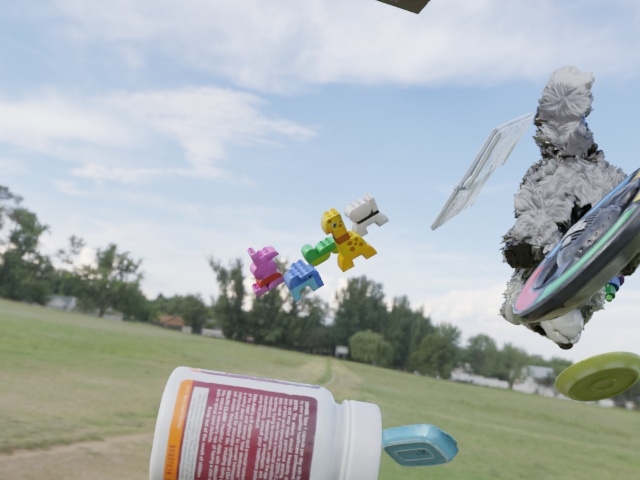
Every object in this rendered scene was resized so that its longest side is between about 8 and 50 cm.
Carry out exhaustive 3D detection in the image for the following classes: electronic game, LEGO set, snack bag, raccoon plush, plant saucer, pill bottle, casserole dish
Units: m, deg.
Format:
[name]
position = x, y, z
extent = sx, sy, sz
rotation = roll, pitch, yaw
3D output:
[electronic game]
position = 0.288, 0.000, 0.679
extent = 0.048, 0.229, 0.229
rotation = 42, -7, 7
[LEGO set]
position = 0.000, 0.000, 0.900
extent = 0.087, 0.227, 0.093
rotation = 45, -18, 56
[snack bag]
position = 0.441, -0.183, 1.734
extent = 0.037, 0.342, 0.323
rotation = 39, 33, 16
[raccoon plush]
position = 0.440, -0.036, 1.125
extent = 0.216, 0.446, 0.299
rotation = 15, -22, 15
[plant saucer]
position = 0.767, 0.381, 1.747
extent = 0.241, 0.037, 0.241
rotation = -4, -40, -4
[pill bottle]
position = -0.097, 0.372, 1.189
extent = 0.392, 0.224, 0.224
rotation = 9, -10, -3
[casserole dish]
position = 0.209, 0.450, 1.387
extent = 0.188, 0.037, 0.114
rotation = -25, -63, 42

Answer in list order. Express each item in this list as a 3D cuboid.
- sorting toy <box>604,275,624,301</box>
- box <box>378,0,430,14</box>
[sorting toy]
position = 0.660, 0.011, 1.512
extent = 0.127, 0.126, 0.365
rotation = -6, -50, 31
[box]
position = 0.073, -0.490, 1.007
extent = 0.271, 0.143, 0.165
rotation = 15, -5, -11
